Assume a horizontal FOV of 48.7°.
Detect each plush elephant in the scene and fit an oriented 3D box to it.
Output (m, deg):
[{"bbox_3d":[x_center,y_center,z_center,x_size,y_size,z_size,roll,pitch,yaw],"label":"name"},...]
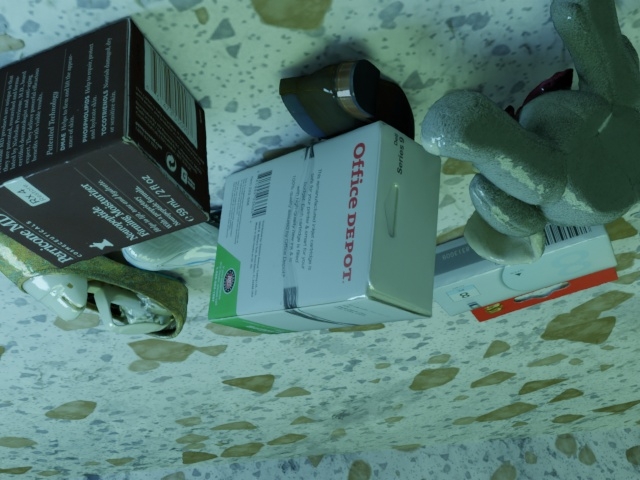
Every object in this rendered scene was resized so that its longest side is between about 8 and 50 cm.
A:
[{"bbox_3d":[0.260,-0.107,0.851,0.330,0.272,0.255,42,169,-16],"label":"plush elephant"}]

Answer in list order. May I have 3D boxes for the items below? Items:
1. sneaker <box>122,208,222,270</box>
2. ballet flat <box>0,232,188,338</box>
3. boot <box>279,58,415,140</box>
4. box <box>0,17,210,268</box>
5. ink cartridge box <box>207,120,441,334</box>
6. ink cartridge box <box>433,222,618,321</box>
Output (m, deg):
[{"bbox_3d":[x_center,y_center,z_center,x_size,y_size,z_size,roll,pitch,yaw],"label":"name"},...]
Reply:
[{"bbox_3d":[-0.175,-0.001,1.057,0.237,0.085,0.086,-3,175,-17],"label":"sneaker"},{"bbox_3d":[-0.350,0.081,1.100,0.123,0.123,0.348,-30,143,32],"label":"ballet flat"},{"bbox_3d":[0.041,-0.157,0.872,0.106,0.082,0.219,3,165,28],"label":"boot"},{"bbox_3d":[-0.248,-0.098,0.773,0.203,0.167,0.168,-17,149,14],"label":"box"},{"bbox_3d":[0.000,0.000,0.886,0.121,0.211,0.289,21,157,-40],"label":"ink cartridge box"},{"bbox_3d":[0.394,0.081,1.323,0.308,0.091,0.385,-21,146,20],"label":"ink cartridge box"}]
